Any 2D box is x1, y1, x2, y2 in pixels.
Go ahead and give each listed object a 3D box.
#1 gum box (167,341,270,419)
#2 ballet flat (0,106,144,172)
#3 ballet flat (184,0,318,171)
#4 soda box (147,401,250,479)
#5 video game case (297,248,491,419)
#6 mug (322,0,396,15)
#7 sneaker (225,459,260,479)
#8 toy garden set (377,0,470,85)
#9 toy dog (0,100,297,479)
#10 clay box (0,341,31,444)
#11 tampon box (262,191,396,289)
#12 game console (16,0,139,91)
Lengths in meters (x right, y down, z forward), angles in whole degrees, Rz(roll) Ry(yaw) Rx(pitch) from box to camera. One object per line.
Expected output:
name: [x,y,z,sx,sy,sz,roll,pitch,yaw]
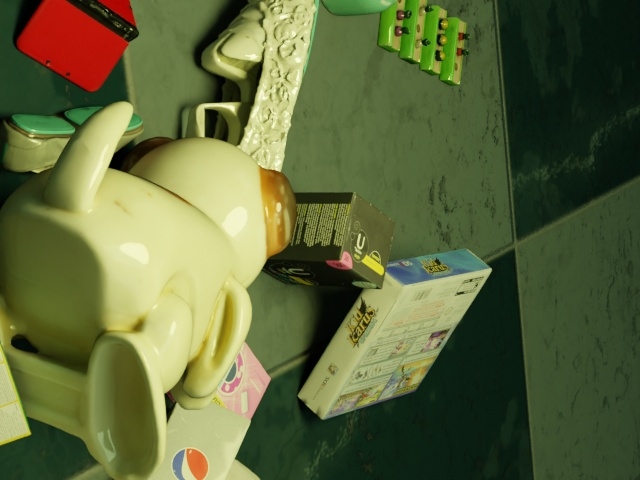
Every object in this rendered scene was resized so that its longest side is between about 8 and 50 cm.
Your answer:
gum box: [-0.143,0.170,1.933,0.188,0.062,0.107,58,46,-40]
ballet flat: [-0.289,-0.112,1.713,0.213,0.072,0.068,-12,128,-55]
ballet flat: [-0.099,-0.179,1.934,0.147,0.147,0.409,27,69,-54]
soda box: [-0.188,0.331,1.816,0.286,0.098,0.091,-67,-174,-29]
video game case: [0.112,0.134,2.210,0.269,0.061,0.244,-7,132,-56]
mug: [0.068,-0.409,2.194,0.129,0.097,0.158,28,69,-53]
sneaker: [-0.137,0.360,1.950,0.080,0.094,0.212,45,20,-3]
toy garden set: [0.185,-0.379,2.415,0.244,0.049,0.204,17,77,-56]
toy dog: [-0.205,0.013,1.659,0.408,0.284,0.395,-36,128,-59]
clay box: [-0.409,0.164,1.462,0.222,0.053,0.127,-18,112,-11]
tampon box: [0.000,0.000,2.053,0.120,0.161,0.101,33,65,-52]
game console: [-0.288,-0.264,1.739,0.144,0.085,0.124,31,35,-53]
